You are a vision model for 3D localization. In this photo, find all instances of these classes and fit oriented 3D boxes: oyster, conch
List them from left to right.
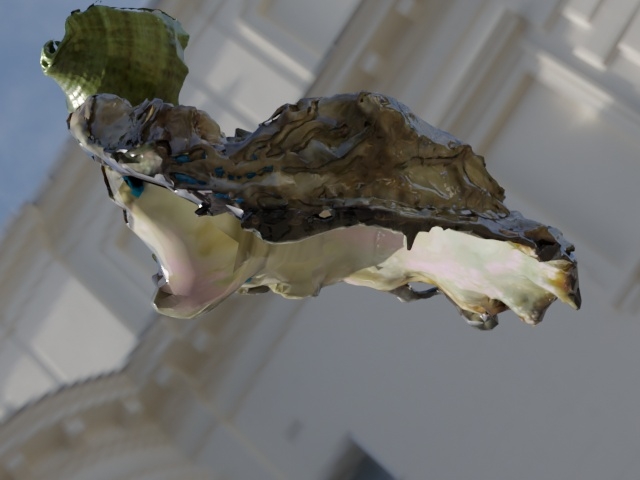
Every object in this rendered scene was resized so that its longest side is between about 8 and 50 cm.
[{"bbox_3d":[-0.111,-0.094,1.051,0.089,0.074,0.121,-59,-37,-7],"label":"conch"},{"bbox_3d":[0.002,-0.008,0.897,0.259,0.198,0.092,7,-106,-17],"label":"oyster"}]
